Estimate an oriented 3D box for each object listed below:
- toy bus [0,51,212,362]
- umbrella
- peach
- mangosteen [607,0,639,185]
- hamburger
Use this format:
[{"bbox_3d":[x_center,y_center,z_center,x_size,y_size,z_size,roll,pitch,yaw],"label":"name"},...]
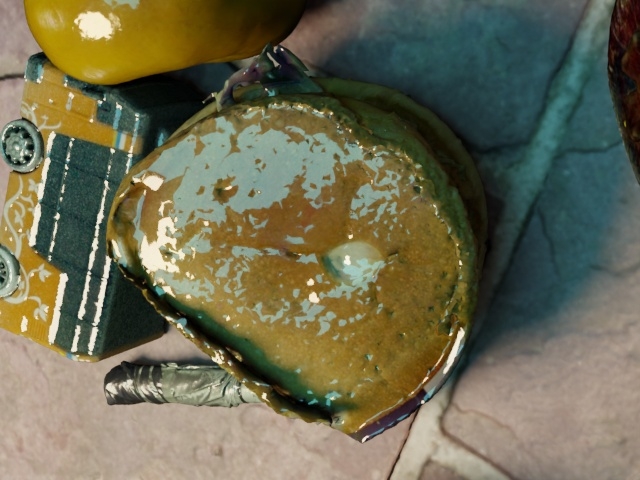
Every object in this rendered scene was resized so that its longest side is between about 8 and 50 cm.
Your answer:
[{"bbox_3d":[-0.215,-0.035,1.346,0.167,0.138,0.275,21,108,24],"label":"toy bus"},{"bbox_3d":[-0.129,0.141,1.376,0.188,0.050,0.046,-4,74,30],"label":"umbrella"},{"bbox_3d":[-0.136,-0.216,1.217,0.251,0.251,0.153,2,101,29],"label":"peach"},{"bbox_3d":[0.352,-0.116,0.942,0.330,0.330,0.330,4,99,29],"label":"mangosteen"},{"bbox_3d":[0.000,0.000,1.179,0.318,0.195,0.277,44,103,1],"label":"hamburger"}]
